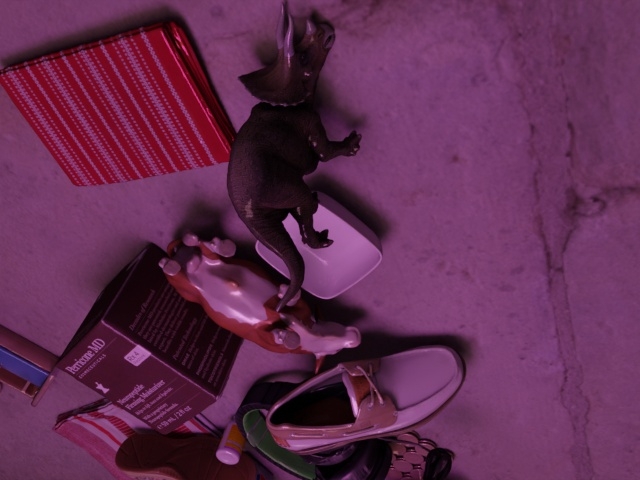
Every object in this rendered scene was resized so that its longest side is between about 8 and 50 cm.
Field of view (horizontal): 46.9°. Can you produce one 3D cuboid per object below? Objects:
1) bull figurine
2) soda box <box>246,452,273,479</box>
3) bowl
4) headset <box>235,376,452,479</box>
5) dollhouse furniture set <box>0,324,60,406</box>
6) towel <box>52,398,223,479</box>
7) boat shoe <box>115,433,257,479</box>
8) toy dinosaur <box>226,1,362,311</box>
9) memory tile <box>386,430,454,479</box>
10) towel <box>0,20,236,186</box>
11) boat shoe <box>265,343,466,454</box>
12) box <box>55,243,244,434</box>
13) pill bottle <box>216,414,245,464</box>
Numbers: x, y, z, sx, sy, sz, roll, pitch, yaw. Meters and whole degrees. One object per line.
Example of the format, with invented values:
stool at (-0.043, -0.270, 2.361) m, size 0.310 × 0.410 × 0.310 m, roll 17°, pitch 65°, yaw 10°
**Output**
bull figurine at (-0.086, 0.087, 1.024) m, size 0.310 × 0.101 × 0.188 m, roll 27°, pitch 166°, yaw 1°
soda box at (-0.228, 0.535, 1.441) m, size 0.286 × 0.098 × 0.091 m, roll -32°, pitch 122°, yaw 14°
bowl at (0.000, 0.000, 0.984) m, size 0.142 × 0.053 × 0.142 m, roll 36°, pitch 131°, yaw -16°
headset at (0.023, 0.352, 1.201) m, size 0.394 × 0.185 × 0.243 m, roll -3°, pitch 131°, yaw 34°
dollhouse furniture set at (-0.644, 0.326, 1.307) m, size 0.198 × 0.303 × 0.286 m, roll 33°, pitch 132°, yaw -12°
towel at (-0.348, 0.392, 1.457) m, size 0.329 × 0.037 × 0.237 m, roll -24°, pitch 121°, yaw 33°
boat shoe at (-0.242, 0.426, 1.379) m, size 0.285 × 0.104 × 0.089 m, roll 5°, pitch 138°, yaw 23°
toy dinosaur at (-0.049, -0.082, 0.826) m, size 0.160 × 0.313 × 0.121 m, roll 25°, pitch 165°, yaw -37°
memory tile at (0.156, 0.389, 1.311) m, size 0.113 × 0.012 × 0.148 m, roll 29°, pitch 133°, yaw -9°
towel at (-0.253, -0.162, 0.935) m, size 0.275 × 0.031 × 0.199 m, roll -6°, pitch 130°, yaw 25°
boat shoe at (0.065, 0.229, 1.068) m, size 0.302 × 0.113 × 0.103 m, roll -26°, pitch 149°, yaw 7°
box at (-0.247, 0.153, 1.119) m, size 0.203 × 0.167 × 0.168 m, roll 38°, pitch 131°, yaw -16°
pill bottle at (-0.156, 0.357, 1.330) m, size 0.043 × 0.083 × 0.043 m, roll 9°, pitch 133°, yaw 10°
